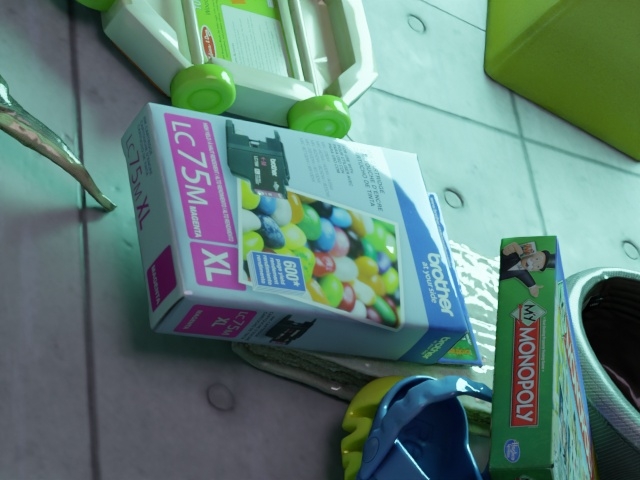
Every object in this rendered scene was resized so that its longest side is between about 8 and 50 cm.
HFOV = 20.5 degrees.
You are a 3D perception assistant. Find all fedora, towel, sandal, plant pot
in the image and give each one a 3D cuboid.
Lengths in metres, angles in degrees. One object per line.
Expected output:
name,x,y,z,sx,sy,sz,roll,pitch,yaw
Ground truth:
fedora,0.290,0.153,1.544,0.275,0.124,0.244,45,37,19
towel,0.051,0.057,1.495,0.282,0.049,0.187,21,45,-23
sandal,0.068,0.220,1.291,0.126,0.138,0.317,21,55,-22
plant pot,0.314,-0.250,1.856,0.212,0.187,0.212,27,44,-19

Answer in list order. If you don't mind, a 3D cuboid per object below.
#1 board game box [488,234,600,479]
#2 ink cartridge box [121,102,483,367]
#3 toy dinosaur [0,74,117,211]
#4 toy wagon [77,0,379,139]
board game box,0.175,0.181,1.332,0.046,0.317,0.213,-4,46,14
ink cartridge box,0.000,0.000,1.423,0.311,0.065,0.185,11,51,-33
toy dinosaur,-0.271,-0.101,1.356,0.268,0.064,0.118,45,34,-5
toy wagon,-0.107,-0.219,1.580,0.344,0.068,0.267,12,50,-31
